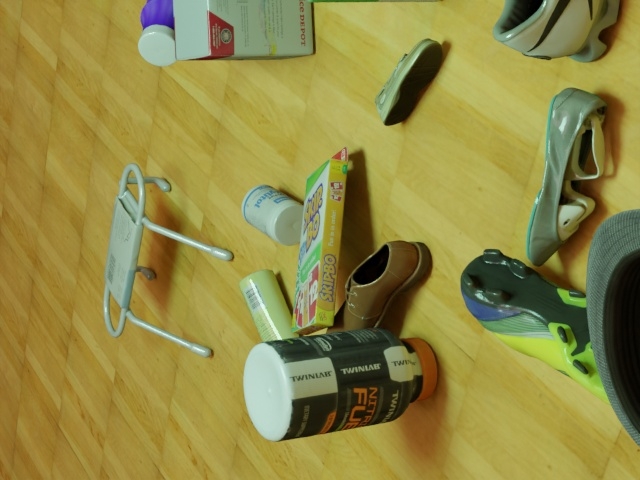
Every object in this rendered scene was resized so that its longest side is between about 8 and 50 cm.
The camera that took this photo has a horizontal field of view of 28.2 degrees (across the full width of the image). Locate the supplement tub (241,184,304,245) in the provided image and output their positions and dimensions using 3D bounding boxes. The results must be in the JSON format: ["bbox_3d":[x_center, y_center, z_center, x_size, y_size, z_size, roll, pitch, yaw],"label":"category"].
[{"bbox_3d":[-0.070,-0.040,1.976,0.107,0.071,0.071,30,120,52],"label":"supplement tub"}]

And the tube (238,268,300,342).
[{"bbox_3d":[-0.059,0.164,2.010,0.240,0.062,0.070,67,-172,18],"label":"tube"}]

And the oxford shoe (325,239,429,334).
[{"bbox_3d":[0.058,0.073,1.741,0.212,0.076,0.076,-54,42,29],"label":"oxford shoe"}]

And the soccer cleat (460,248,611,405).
[{"bbox_3d":[0.279,0.109,1.447,0.289,0.093,0.121,36,165,39],"label":"soccer cleat"}]

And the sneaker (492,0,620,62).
[{"bbox_3d":[0.252,-0.356,1.347,0.122,0.146,0.331,21,110,57],"label":"sneaker"}]

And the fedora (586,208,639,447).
[{"bbox_3d":[0.378,0.091,1.226,0.243,0.124,0.276,-3,101,60],"label":"fedora"}]

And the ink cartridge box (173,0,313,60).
[{"bbox_3d":[-0.116,-0.336,1.908,0.127,0.176,0.128,6,99,60],"label":"ink cartridge box"}]

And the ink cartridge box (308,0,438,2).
[{"bbox_3d":[0.112,-0.411,1.494,0.289,0.211,0.122,-46,58,51],"label":"ink cartridge box"}]

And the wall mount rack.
[{"bbox_3d":[-0.292,0.044,2.304,0.304,0.130,0.350,49,134,48],"label":"wall mount rack"}]

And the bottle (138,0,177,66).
[{"bbox_3d":[-0.226,-0.392,2.034,0.118,0.092,0.283,105,177,-46],"label":"bottle"}]

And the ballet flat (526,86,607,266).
[{"bbox_3d":[0.278,-0.062,1.421,0.068,0.072,0.213,19,114,31],"label":"ballet flat"}]

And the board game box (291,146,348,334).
[{"bbox_3d":[0.000,0.000,1.825,0.124,0.039,0.260,148,131,-70],"label":"board game box"}]

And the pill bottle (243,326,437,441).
[{"bbox_3d":[0.033,0.184,1.679,0.130,0.245,0.131,15,108,58],"label":"pill bottle"}]

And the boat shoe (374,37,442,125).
[{"bbox_3d":[0.112,-0.216,1.676,0.048,0.056,0.153,61,149,25],"label":"boat shoe"}]
